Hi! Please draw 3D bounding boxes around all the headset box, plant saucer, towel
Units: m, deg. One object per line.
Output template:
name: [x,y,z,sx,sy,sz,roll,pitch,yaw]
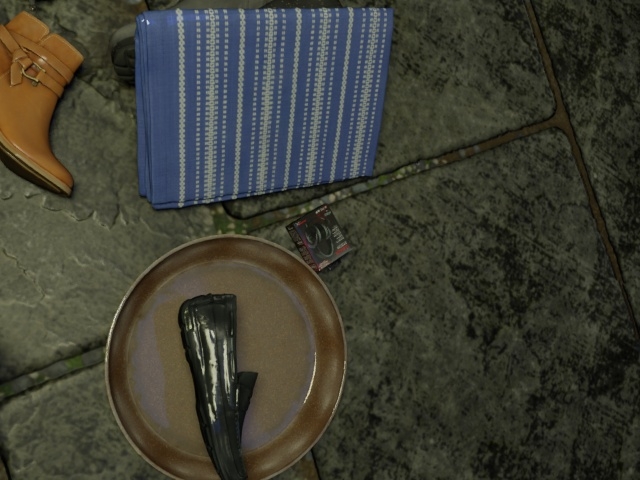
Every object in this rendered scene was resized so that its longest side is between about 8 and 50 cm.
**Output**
headset box: [0.000,0.000,0.920,0.062,0.032,0.083,-31,95,-25]
plant saucer: [-0.114,0.148,0.840,0.310,0.050,0.311,3,83,-24]
towel: [-0.066,-0.172,0.842,0.336,0.040,0.243,-11,124,-26]

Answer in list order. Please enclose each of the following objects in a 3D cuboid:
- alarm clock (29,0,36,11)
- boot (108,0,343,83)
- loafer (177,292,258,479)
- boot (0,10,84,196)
alarm clock: [-0.336,-0.372,0.794,0.129,0.064,0.192,35,73,-17]
boot: [-0.151,-0.344,0.866,0.338,0.118,0.223,-26,87,-31]
loafer: [-0.108,0.171,0.771,0.078,0.076,0.223,-10,84,-18]
boot: [-0.327,-0.161,0.770,0.197,0.073,0.152,45,64,-16]
